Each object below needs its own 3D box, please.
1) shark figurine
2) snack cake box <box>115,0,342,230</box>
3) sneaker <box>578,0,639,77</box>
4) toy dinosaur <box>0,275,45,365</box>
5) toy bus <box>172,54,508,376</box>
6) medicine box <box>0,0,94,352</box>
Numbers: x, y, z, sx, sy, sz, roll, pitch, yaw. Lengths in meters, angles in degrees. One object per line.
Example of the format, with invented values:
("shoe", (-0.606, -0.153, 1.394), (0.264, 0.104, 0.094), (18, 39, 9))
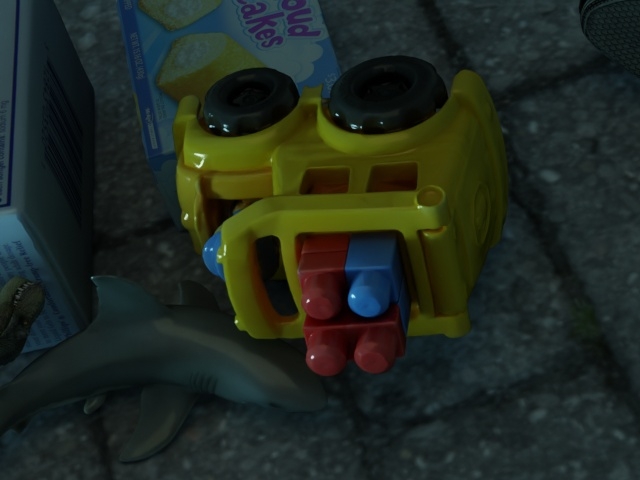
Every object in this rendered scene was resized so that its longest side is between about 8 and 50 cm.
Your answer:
("shark figurine", (-0.152, 0.078, 1.132), (0.278, 0.116, 0.166), (-19, 47, -3))
("snack cake box", (-0.067, -0.147, 1.310), (0.152, 0.089, 0.264), (-17, 49, 2))
("sneaker", (0.305, -0.094, 1.133), (0.343, 0.134, 0.146), (33, 66, 34))
("toy dinosaur", (-0.313, 0.084, 1.127), (0.268, 0.118, 0.064), (-33, 12, 7))
("toy bus", (0.000, 0.000, 1.108), (0.220, 0.149, 0.211), (-2, 40, 16))
("medicine box", (-0.324, -0.043, 1.254), (0.289, 0.149, 0.263), (-12, 49, 6))
